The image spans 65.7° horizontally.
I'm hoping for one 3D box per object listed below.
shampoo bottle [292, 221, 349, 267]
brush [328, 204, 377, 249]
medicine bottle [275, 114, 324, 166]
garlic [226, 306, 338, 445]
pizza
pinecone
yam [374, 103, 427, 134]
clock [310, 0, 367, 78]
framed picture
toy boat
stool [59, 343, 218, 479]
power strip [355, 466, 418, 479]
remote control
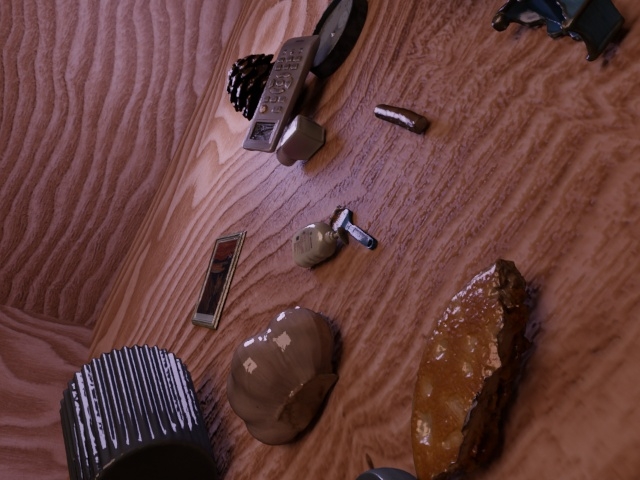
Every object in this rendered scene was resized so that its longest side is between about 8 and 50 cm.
[{"bbox_3d":[0.000,0.000,0.887,0.152,0.045,0.077,-27,64,59],"label":"shampoo bottle"},{"bbox_3d":[0.055,-0.019,0.852,0.051,0.014,0.164,-65,28,9],"label":"brush"},{"bbox_3d":[-0.051,-0.219,1.118,0.118,0.074,0.055,-39,40,46],"label":"medicine bottle"},{"bbox_3d":[-0.081,0.212,0.798,0.178,0.142,0.230,36,111,60],"label":"garlic"},{"bbox_3d":[0.152,0.140,0.511,0.127,0.058,0.247,-5,70,68],"label":"pizza"},{"bbox_3d":[-0.145,-0.405,1.321,0.179,0.204,0.185,35,-109,-73],"label":"pinecone"},{"bbox_3d":[0.133,-0.206,0.827,0.032,0.032,0.145,-62,29,11],"label":"yam"},{"bbox_3d":[0.032,-0.504,1.210,0.215,0.041,0.215,-40,39,43],"label":"clock"},{"bbox_3d":[-0.289,0.107,1.377,0.216,0.016,0.274,-10,62,59],"label":"framed picture"},{"bbox_3d":[0.264,-0.263,0.581,0.077,0.075,0.186,-45,32,22],"label":"toy boat"},{"bbox_3d":[-0.377,0.423,1.029,0.330,0.297,0.298,34,100,58],"label":"stool"},{"bbox_3d":[0.061,0.339,0.512,0.137,0.044,0.216,-168,84,-73],"label":"power strip"},{"bbox_3d":[-0.087,-0.352,1.196,0.109,0.055,0.313,15,81,40],"label":"remote control"}]
